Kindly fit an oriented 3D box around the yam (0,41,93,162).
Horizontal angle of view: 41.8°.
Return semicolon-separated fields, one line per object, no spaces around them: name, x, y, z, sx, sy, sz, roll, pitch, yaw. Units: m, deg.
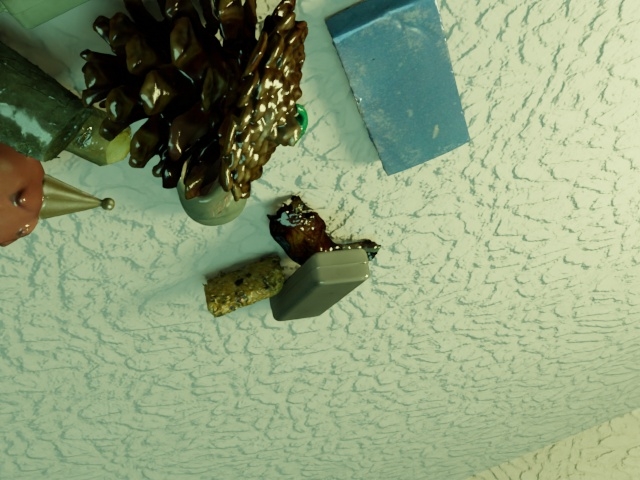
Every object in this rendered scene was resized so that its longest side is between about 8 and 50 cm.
yam;-0.344;-0.159;0.911;0.183;0.107;0.107;32;123;-24

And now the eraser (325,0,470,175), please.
eraser;0.117;-0.211;1.158;0.144;0.043;0.312;-22;145;5

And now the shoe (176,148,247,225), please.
shoe;-0.153;-0.088;1.149;0.103;0.100;0.251;-18;142;-4

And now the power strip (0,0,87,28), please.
power strip;-0.237;-0.291;0.843;0.288;0.093;0.053;-24;147;6

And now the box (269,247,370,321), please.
box;-0.006;0.078;1.409;0.103;0.055;0.243;-6;163;-22

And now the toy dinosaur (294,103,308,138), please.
toy dinosaur;-0.061;-0.166;1.134;0.096;0.059;0.132;-18;154;-16

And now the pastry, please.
pastry;-0.125;0.077;1.400;0.140;0.080;0.056;-19;133;0

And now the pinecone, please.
pinecone;-0.140;-0.175;0.922;0.264;0.264;0.264;-13;144;-9

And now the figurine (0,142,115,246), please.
figurine;-0.446;-0.058;0.997;0.386;0.166;0.207;13;152;-32

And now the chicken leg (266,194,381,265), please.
chicken leg;0.000;0.000;1.384;0.106;0.051;0.253;-43;142;21

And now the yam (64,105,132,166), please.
yam;-0.294;-0.136;1.045;0.069;0.070;0.146;-39;139;25
